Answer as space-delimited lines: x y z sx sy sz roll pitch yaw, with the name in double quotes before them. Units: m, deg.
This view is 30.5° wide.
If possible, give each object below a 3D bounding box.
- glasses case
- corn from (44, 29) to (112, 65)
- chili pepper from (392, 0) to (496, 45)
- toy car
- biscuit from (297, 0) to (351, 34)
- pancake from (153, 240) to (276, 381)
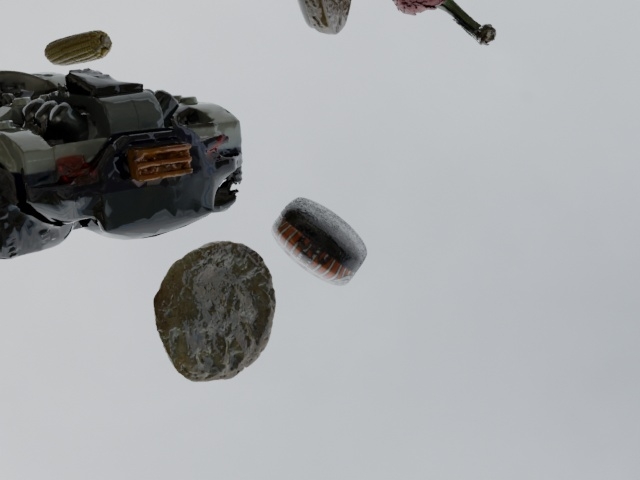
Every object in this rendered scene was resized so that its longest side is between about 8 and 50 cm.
"glasses case" 0.000 0.000 1.301 0.103 0.266 0.067 36 -87 1
"corn" -0.290 -0.228 1.395 0.092 0.037 0.037 -4 -98 34
"chili pepper" 0.087 -0.395 1.463 0.110 0.110 0.387 -34 -72 14
"toy car" -0.178 -0.061 0.805 0.301 0.193 0.118 10 -72 53
"biscuit" -0.003 -0.328 1.268 0.049 0.181 0.208 4 -75 15
"pancake" -0.097 0.068 1.110 0.022 0.139 0.139 6 -94 49
